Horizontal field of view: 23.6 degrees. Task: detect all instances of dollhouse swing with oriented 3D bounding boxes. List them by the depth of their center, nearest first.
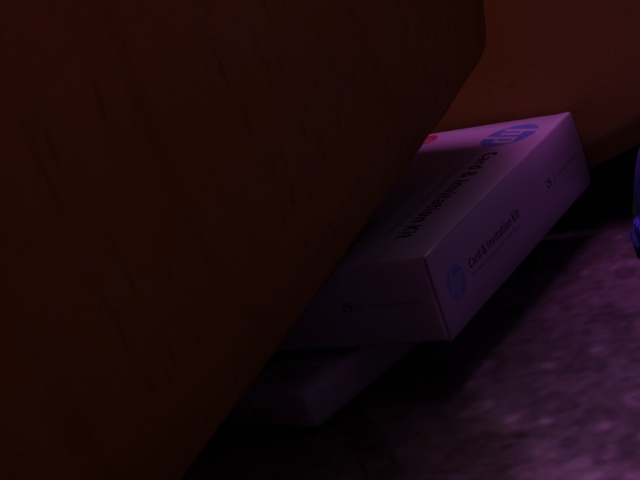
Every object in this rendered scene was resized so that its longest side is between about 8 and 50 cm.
[{"bbox_3d":[-0.154,-0.061,0.528,0.305,0.315,0.347,17,51,26],"label":"dollhouse swing"}]

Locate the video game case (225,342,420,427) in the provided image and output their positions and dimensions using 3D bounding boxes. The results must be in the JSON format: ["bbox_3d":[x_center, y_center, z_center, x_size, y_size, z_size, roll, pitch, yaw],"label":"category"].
[{"bbox_3d":[-0.009,0.031,0.653,0.143,0.019,0.157,-2,24,42],"label":"video game case"}]

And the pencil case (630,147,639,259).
[{"bbox_3d":[0.211,-0.052,0.518,0.133,0.119,0.306,-9,19,41],"label":"pencil case"}]

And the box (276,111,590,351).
[{"bbox_3d":[0.000,0.000,0.643,0.186,0.038,0.145,-5,22,34],"label":"box"}]

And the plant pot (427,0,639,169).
[{"bbox_3d":[0.135,-0.152,0.694,0.187,0.212,0.212,-12,16,48],"label":"plant pot"}]
